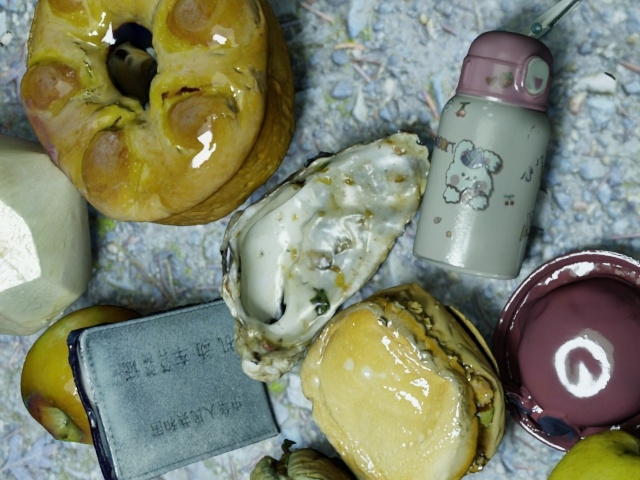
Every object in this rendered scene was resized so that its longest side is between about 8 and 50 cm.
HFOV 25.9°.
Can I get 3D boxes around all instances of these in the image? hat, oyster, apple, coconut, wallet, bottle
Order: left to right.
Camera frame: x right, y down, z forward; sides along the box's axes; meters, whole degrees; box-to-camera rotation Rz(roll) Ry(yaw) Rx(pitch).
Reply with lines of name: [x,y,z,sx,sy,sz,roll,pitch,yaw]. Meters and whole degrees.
coconut: [-0.345,-0.009,1.498,0.236,0.197,0.237,2,97,14]
apple: [-0.235,0.153,1.476,0.146,0.147,0.163,-22,96,52]
wallet: [-0.148,0.151,1.421,0.036,0.222,0.167,-23,81,48]
oyster: [0.003,0.003,1.432,0.294,0.094,0.166,-38,97,8]
bottle: [0.164,-0.085,1.344,0.109,0.110,0.233,15,97,20]
hat: [0.255,0.109,1.326,0.205,0.089,0.206,1,93,22]

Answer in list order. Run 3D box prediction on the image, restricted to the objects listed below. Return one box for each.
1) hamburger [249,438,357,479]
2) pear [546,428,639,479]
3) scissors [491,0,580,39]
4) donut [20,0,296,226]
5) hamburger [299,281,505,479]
hamburger: [-0.003,0.299,1.382,0.129,0.206,0.183,-4,102,-15]
pear: [0.285,0.340,1.222,0.284,0.285,0.336,-29,80,19]
scissors: [0.211,-0.207,1.374,0.119,0.014,0.058,-40,79,21]
donut: [-0.168,-0.169,1.426,0.299,0.150,0.317,-4,79,27]
hamburger: [0.080,0.154,1.361,0.213,0.108,0.214,16,117,34]
